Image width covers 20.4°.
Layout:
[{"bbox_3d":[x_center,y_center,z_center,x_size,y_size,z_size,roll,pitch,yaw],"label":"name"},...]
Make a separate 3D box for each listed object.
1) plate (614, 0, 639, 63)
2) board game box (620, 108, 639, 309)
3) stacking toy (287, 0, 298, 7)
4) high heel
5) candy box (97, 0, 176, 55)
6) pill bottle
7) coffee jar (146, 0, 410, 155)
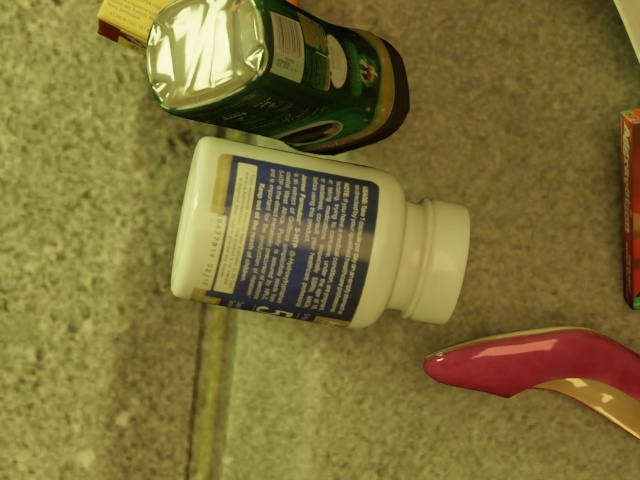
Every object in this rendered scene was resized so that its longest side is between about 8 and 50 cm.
[{"bbox_3d":[0.314,-0.229,1.204,0.277,0.045,0.278,-28,117,4],"label":"plate"},{"bbox_3d":[0.351,-0.039,1.258,0.281,0.027,0.145,-8,112,-7],"label":"board game box"},{"bbox_3d":[0.027,-0.257,1.182,0.175,0.166,0.302,34,101,-16],"label":"stacking toy"},{"bbox_3d":[0.191,0.120,1.241,0.244,0.082,0.117,0,82,-20],"label":"high heel"},{"bbox_3d":[-0.089,-0.216,1.180,0.053,0.109,0.186,26,88,-7],"label":"candy box"},{"bbox_3d":[0.000,0.000,1.196,0.187,0.112,0.112,11,90,-7],"label":"pill bottle"},{"bbox_3d":[-0.022,-0.107,1.152,0.096,0.184,0.079,-15,75,30],"label":"coffee jar"}]
